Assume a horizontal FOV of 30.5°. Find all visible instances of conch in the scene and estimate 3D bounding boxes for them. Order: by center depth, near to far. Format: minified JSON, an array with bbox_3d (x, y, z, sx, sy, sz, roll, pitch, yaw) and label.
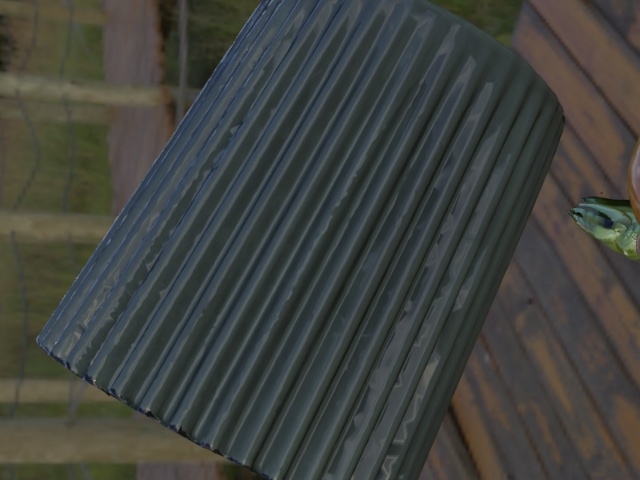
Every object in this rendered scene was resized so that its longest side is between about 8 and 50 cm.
[{"bbox_3d":[0.440,-0.021,1.723,0.201,0.095,0.079,23,112,44],"label":"conch"}]

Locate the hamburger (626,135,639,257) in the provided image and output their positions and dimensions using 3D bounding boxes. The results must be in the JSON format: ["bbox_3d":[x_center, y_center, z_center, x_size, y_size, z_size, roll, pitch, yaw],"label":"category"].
[{"bbox_3d":[0.522,-0.083,1.515,0.276,0.237,0.276,23,125,37],"label":"hamburger"}]

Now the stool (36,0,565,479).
[{"bbox_3d":[0.000,0.000,0.873,0.330,0.297,0.297,-62,21,-6],"label":"stool"}]
